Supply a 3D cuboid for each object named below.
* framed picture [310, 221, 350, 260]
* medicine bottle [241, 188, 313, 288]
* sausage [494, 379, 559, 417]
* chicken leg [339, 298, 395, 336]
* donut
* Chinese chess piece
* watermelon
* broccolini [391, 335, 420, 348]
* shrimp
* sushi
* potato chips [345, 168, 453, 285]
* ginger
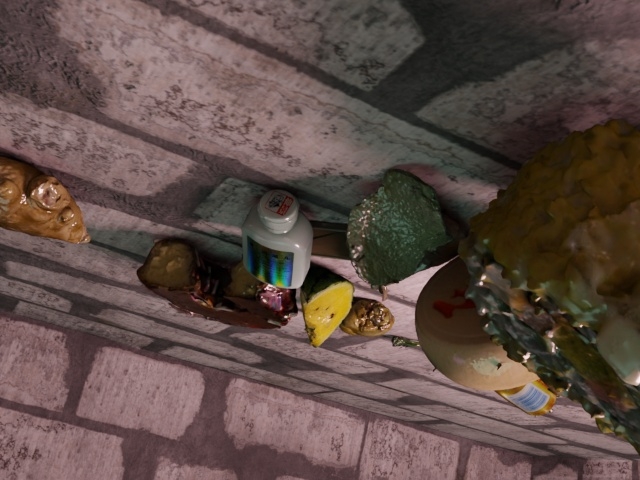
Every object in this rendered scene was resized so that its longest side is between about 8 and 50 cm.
[{"bbox_3d":[0.000,0.000,1.345,0.203,0.015,0.150,6,158,18],"label":"framed picture"},{"bbox_3d":[-0.076,-0.002,1.256,0.121,0.083,0.229,21,151,7],"label":"medicine bottle"},{"bbox_3d":[0.516,0.369,1.898,0.125,0.117,0.317,24,171,45],"label":"sausage"},{"bbox_3d":[0.065,0.177,1.698,0.227,0.088,0.103,7,170,30],"label":"chicken leg"},{"bbox_3d":[-0.192,0.098,1.541,0.345,0.136,0.259,4,158,27],"label":"donut"},{"bbox_3d":[0.281,0.114,1.136,0.273,0.273,0.102,-4,128,37],"label":"Chinese chess piece"},{"bbox_3d":[0.001,0.135,1.535,0.123,0.129,0.301,15,158,11],"label":"watermelon"},{"bbox_3d":[0.259,0.273,1.919,0.140,0.030,0.035,1,122,14],"label":"broccolini"},{"bbox_3d":[0.153,0.029,1.249,0.168,0.077,0.317,12,154,1],"label":"shrimp"},{"bbox_3d":[0.361,0.067,0.843,0.396,0.240,0.351,41,170,8],"label":"sushi"},{"bbox_3d":[0.126,-0.015,1.089,0.167,0.059,0.228,23,133,-15],"label":"potato chips"},{"bbox_3d":[-0.529,-0.072,1.311,0.219,0.123,0.270,-3,165,42],"label":"ginger"}]
